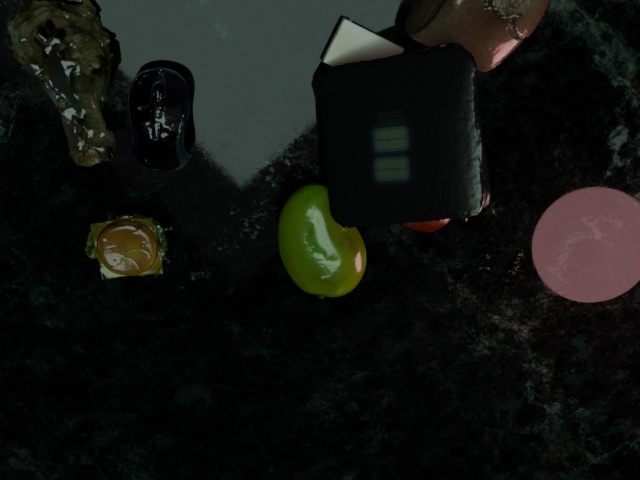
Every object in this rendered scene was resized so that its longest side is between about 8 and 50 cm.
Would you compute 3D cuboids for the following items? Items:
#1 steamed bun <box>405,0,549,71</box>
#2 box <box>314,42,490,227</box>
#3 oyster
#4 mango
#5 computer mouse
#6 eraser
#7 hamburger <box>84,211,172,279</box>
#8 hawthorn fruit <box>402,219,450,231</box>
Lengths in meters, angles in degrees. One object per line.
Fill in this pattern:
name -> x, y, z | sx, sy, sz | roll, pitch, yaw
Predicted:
steamed bun -> 0.329, -0.493, 1.455 | 0.251, 0.199, 0.301 | 22, 111, -15
box -> 0.163, -0.203, 1.509 | 0.359, 0.091, 0.350 | -4, 96, 29
oyster -> -0.512, -0.314, 1.500 | 0.197, 0.133, 0.337 | -7, 111, 6
mango -> -0.006, 0.006, 1.685 | 0.185, 0.149, 0.273 | -25, 109, 15
computer mouse -> -0.339, -0.248, 1.563 | 0.137, 0.096, 0.233 | 1, 116, -5
eraser -> 0.090, -0.396, 1.574 | 0.150, 0.023, 0.104 | 23, 111, -15
hamburger -> -0.433, 0.006, 1.674 | 0.189, 0.093, 0.164 | 4, 112, -9
hawthorn fruit -> 0.225, -0.099, 1.643 | 0.172, 0.173, 0.173 | -2, 115, -4
